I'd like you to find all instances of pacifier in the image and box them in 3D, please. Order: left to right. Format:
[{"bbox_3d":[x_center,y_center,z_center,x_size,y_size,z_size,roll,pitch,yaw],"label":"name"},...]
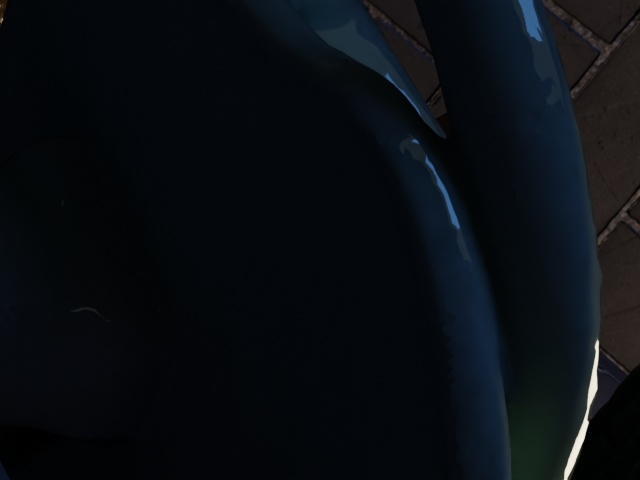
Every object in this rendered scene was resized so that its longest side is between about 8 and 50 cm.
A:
[{"bbox_3d":[-0.087,0.004,0.420,0.269,0.288,0.343,-7,48,-33],"label":"pacifier"}]

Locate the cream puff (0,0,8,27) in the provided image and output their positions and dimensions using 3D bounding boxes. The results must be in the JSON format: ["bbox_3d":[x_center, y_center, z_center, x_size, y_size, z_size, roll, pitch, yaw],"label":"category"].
[{"bbox_3d":[-0.180,-0.084,0.650,0.150,0.165,0.115,49,30,-70],"label":"cream puff"}]

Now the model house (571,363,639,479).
[{"bbox_3d":[0.134,0.145,0.741,0.166,0.183,0.172,42,6,28],"label":"model house"}]

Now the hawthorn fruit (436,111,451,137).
[{"bbox_3d":[0.000,0.000,0.807,0.196,0.225,0.196,45,16,-17],"label":"hawthorn fruit"}]
